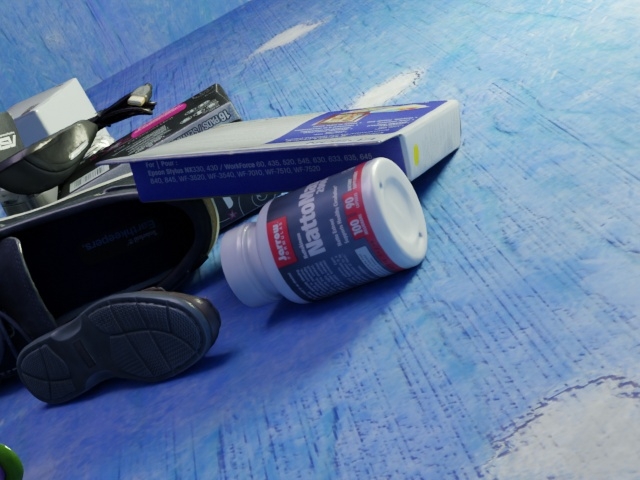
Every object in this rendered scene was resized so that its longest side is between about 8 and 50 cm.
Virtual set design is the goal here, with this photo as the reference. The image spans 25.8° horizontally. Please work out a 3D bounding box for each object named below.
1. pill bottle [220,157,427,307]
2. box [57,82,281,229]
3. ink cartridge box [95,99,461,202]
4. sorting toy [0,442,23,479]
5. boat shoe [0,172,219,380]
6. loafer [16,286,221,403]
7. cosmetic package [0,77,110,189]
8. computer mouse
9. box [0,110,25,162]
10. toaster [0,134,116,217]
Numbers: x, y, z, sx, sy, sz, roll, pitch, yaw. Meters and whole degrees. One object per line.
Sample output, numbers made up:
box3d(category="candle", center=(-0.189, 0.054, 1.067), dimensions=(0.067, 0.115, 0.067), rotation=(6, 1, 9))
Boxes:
box3d(category="pill bottle", center=(0.000, 0.000, 1.327), dimensions=(0.180, 0.108, 0.108), rotation=(-21, 18, 25))
box3d(category="box", center=(-0.193, -0.070, 1.779), dimensions=(0.247, 0.142, 0.163), rotation=(-31, 18, -1))
box3d(category="ink cartridge box", center=(-0.031, -0.088, 1.477), dimensions=(0.303, 0.072, 0.307), rotation=(-3, 13, 21))
box3d(category="sorting toy", center=(-0.303, 0.227, 1.236), dimensions=(0.102, 0.061, 0.042), rotation=(-46, 8, 29))
box3d(category="boat shoe", center=(-0.343, 0.062, 1.575), dimensions=(0.500, 0.187, 0.156), rotation=(-25, 11, -6))
box3d(category="loafer", center=(-0.197, 0.093, 1.406), dimensions=(0.267, 0.096, 0.084), rotation=(-18, 14, 37))
box3d(category="cosmetic package", center=(-0.448, -0.143, 2.318), dimensions=(0.151, 0.184, 0.151), rotation=(-20, 18, 26))
box3d(category="computer mouse", center=(-0.298, -0.123, 1.770), dimensions=(0.184, 0.060, 0.262), rotation=(-26, 9, 20))
box3d(category="box", center=(-0.616, -0.039, 1.800), dimensions=(0.394, 0.097, 0.318), rotation=(-20, 1, 32))
box3d(category="toaster", center=(-0.340, -0.045, 1.932), dimensions=(0.227, 0.146, 0.129), rotation=(-39, 19, -30))
